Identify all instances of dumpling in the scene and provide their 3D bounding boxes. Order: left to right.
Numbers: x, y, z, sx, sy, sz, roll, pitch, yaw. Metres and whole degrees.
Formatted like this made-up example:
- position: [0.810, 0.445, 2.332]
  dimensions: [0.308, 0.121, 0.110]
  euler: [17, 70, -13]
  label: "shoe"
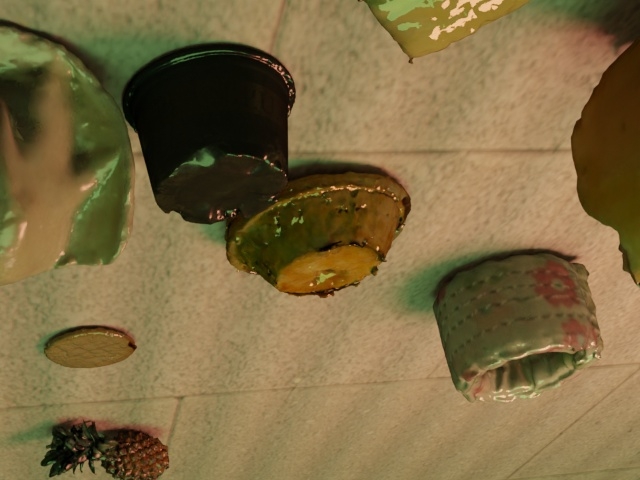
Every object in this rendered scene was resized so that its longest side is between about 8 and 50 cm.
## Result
- position: [-0.290, -0.070, 0.872]
  dimensions: [0.243, 0.175, 0.227]
  euler: [-7, 126, -39]
  label: "dumpling"

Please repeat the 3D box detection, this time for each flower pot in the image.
- position: [-0.094, -0.084, 0.944]
  dimensions: [0.157, 0.107, 0.157]
  euler: [-6, 153, -3]
  label: "flower pot"

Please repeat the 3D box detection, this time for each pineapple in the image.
- position: [-0.331, 0.342, 1.684]
  dimensions: [0.221, 0.083, 0.103]
  euler: [21, 139, -41]
  label: "pineapple"

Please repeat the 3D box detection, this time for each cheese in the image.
- position: [0.112, -0.216, 0.782]
  dimensions: [0.167, 0.094, 0.123]
  euler: [-26, 139, 20]
  label: "cheese"

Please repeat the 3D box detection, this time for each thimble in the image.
- position: [0.259, 0.113, 1.389]
  dimensions: [0.211, 0.149, 0.185]
  euler: [-20, 149, 16]
  label: "thimble"

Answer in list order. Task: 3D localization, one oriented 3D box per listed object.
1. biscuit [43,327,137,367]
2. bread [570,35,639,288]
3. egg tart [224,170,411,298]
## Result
- position: [-0.301, 0.142, 1.392]
  dimensions: [0.120, 0.015, 0.120]
  euler: [-8, 153, -4]
  label: "biscuit"
- position: [0.442, -0.139, 0.883]
  dimensions: [0.361, 0.250, 0.394]
  euler: [2, 146, -27]
  label: "bread"
- position: [-0.001, 0.002, 1.161]
  dimensions: [0.212, 0.090, 0.212]
  euler: [-10, 156, -5]
  label: "egg tart"
